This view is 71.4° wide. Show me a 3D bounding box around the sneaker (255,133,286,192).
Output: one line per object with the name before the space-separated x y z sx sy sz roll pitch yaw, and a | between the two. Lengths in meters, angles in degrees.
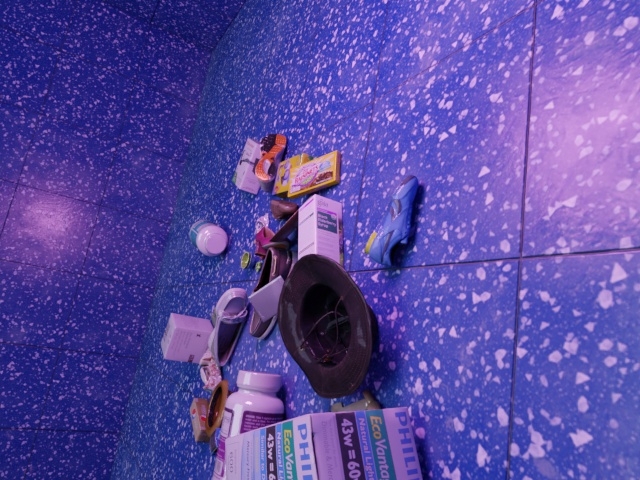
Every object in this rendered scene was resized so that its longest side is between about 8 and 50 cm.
sneaker | -0.196 -0.303 1.746 0.121 0.099 0.263 96 -173 -57

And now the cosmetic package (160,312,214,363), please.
cosmetic package | -0.573 0.426 1.933 0.151 0.183 0.152 31 103 61

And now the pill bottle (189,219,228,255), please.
pill bottle | -0.527 -0.009 2.113 0.264 0.146 0.147 24 97 61

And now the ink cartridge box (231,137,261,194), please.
ink cartridge box | -0.295 -0.324 1.929 0.153 0.086 0.209 41 111 58

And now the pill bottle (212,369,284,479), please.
pill bottle | -0.190 0.521 1.235 0.169 0.169 0.302 -16 62 57

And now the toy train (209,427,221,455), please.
toy train | -0.274 0.611 1.397 0.184 0.105 0.080 -54 35 32

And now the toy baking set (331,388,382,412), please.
toy baking set | 0.081 0.425 0.951 0.197 0.030 0.256 -59 32 24

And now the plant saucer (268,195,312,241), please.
plant saucer | -0.084 -0.059 1.403 0.198 0.036 0.198 -45 5 5

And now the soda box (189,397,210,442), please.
soda box | -0.461 0.696 1.730 0.062 0.058 0.181 -66 29 13

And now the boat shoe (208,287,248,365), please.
boat shoe | -0.339 0.320 1.660 0.103 0.118 0.321 53 125 49

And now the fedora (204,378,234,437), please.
fedora | -0.330 0.580 1.531 0.194 0.079 0.195 -47 30 38

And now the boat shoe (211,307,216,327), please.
boat shoe | -0.396 0.317 1.806 0.084 0.079 0.233 68 153 14

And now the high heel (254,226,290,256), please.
high heel | -0.165 -0.016 1.568 0.244 0.082 0.117 -25 51 62

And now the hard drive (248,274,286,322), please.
hard drive | -0.147 0.180 1.381 0.135 0.022 0.094 -34 85 17

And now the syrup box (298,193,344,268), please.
syrup box | 0.000 0.000 1.243 0.096 0.093 0.237 -35 46 49

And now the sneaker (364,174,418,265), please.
sneaker | 0.180 -0.041 0.998 0.082 0.069 0.210 29 93 27

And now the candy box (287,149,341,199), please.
candy box | -0.022 -0.204 1.402 0.205 0.027 0.105 -14 62 40

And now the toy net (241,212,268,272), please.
toy net | -0.243 0.003 1.715 0.122 0.045 0.233 7 81 61

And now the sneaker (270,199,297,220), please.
sneaker | -0.127 -0.101 1.567 0.188 0.066 0.071 -152 63 -66

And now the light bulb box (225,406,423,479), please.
light bulb box | 0.001 0.519 0.815 0.361 0.225 0.359 -40 50 46

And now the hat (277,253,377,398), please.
hat | 0.042 0.186 1.036 0.331 0.133 0.332 5 97 51

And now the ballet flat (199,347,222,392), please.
ballet flat | -0.441 0.502 1.775 0.091 0.077 0.241 -63 30 20

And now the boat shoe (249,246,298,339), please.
boat shoe | -0.176 0.173 1.458 0.325 0.096 0.116 -67 30 13

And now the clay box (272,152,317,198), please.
clay box | -0.092 -0.226 1.561 0.222 0.053 0.128 -6 71 60
